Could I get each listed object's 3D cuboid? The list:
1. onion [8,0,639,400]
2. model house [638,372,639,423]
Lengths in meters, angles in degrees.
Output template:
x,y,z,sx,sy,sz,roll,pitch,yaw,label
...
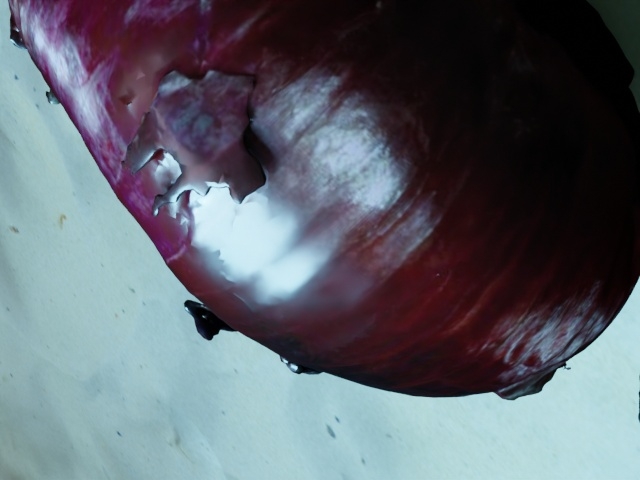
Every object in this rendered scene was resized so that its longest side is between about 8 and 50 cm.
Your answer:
x,y,z,sx,sy,sz,roll,pitch,yaw,label
0.018,-0.076,0.716,0.232,0.314,0.314,-44,75,21,onion
0.210,0.099,0.679,0.253,0.184,0.291,34,-135,-60,model house
